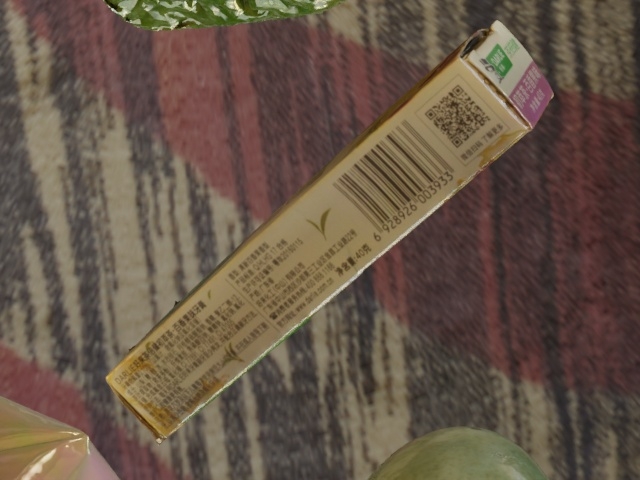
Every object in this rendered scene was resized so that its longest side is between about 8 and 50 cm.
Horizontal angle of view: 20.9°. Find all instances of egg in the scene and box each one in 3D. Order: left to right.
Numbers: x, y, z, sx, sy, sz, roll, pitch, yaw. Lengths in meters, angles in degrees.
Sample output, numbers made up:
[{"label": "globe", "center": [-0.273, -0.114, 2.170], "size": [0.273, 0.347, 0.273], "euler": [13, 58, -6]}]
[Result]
[{"label": "egg", "center": [0.088, 0.235, 1.181], "size": [0.169, 0.236, 0.169], "euler": [14, 142, 11]}]

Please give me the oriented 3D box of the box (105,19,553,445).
[{"label": "box", "center": [0.000, 0.000, 0.661], "size": [0.041, 0.050, 0.207], "euler": [46, 117, -4]}]

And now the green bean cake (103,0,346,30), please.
[{"label": "green bean cake", "center": [-0.103, -0.266, 1.318], "size": [0.222, 0.248, 0.125], "euler": [-1, 61, 29]}]

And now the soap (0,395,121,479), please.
[{"label": "soap", "center": [-0.171, 0.183, 0.919], "size": [0.138, 0.182, 0.199], "euler": [-52, 137, -25]}]
